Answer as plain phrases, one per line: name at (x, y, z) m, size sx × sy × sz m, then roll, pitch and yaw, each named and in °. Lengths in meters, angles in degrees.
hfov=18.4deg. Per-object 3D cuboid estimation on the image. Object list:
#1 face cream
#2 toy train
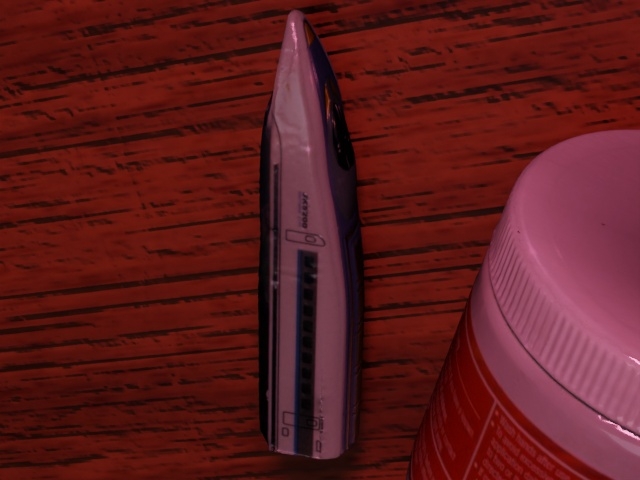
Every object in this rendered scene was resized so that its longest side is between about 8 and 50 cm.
face cream at (0.154, 0.080, 0.905) m, size 0.201 × 0.201 × 0.187 m, roll 24°, pitch 126°, yaw 10°
toy train at (-0.001, 0.000, 1.018) m, size 0.048 × 0.055 × 0.252 m, roll 13°, pitch 125°, yaw 18°
